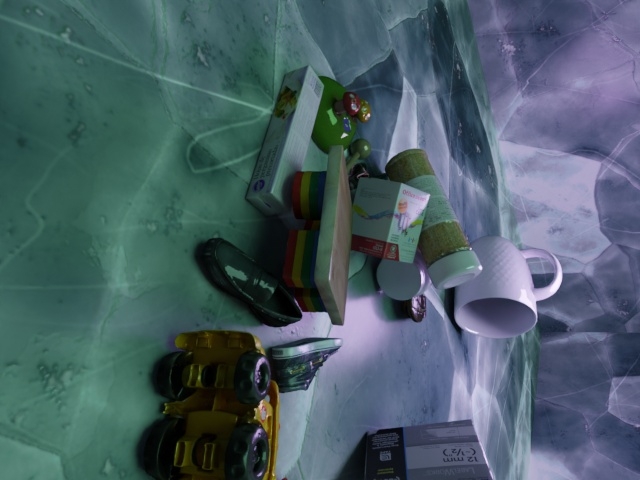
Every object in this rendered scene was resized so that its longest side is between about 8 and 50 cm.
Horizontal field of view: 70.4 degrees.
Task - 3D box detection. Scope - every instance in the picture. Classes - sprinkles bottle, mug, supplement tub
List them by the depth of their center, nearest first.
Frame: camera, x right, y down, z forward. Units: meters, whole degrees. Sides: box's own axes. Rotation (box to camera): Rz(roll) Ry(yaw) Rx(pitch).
[{"bbox_3d":[0.275,-0.060,1.138,0.121,0.121,0.354,19,47,-54],"label":"sprinkles bottle"},{"bbox_3d":[0.247,0.070,1.229,0.200,0.145,0.144,-28,107,-55],"label":"supplement tub"},{"bbox_3d":[0.686,0.144,1.679,0.276,0.375,0.327,49,40,-34],"label":"mug"}]

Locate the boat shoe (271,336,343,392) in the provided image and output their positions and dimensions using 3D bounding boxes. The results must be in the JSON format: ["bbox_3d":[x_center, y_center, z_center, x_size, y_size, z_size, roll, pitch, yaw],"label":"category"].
[{"bbox_3d":[-0.023,0.234,0.870,0.184,0.065,0.083,3,83,-50],"label":"boat shoe"}]

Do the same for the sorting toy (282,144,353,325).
[{"bbox_3d":[0.000,0.000,0.849,0.257,0.090,0.255,72,22,-63],"label":"sorting toy"}]

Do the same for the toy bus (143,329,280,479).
[{"bbox_3d":[-0.120,0.251,0.656,0.211,0.150,0.220,42,47,-62],"label":"toy bus"}]

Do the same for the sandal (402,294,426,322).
[{"bbox_3d":[0.273,0.191,1.334,0.219,0.060,0.089,15,77,-70],"label":"sandal"}]

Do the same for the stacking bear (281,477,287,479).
[{"bbox_3d":[-0.011,0.546,0.744,0.175,0.165,0.288,61,12,-85],"label":"stacking bear"}]

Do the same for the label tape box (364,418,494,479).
[{"bbox_3d":[0.219,0.506,0.905,0.348,0.250,0.115,-40,120,-80],"label":"label tape box"}]

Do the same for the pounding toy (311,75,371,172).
[{"bbox_3d":[0.067,-0.275,1.051,0.236,0.110,0.183,64,38,-26],"label":"pounding toy"}]

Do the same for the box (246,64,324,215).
[{"bbox_3d":[-0.063,-0.202,0.883,0.067,0.063,0.323,41,51,-45],"label":"box"}]

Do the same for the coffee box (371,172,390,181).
[{"bbox_3d":[0.163,-0.120,1.231,0.184,0.041,0.113,-33,111,-55],"label":"coffee box"}]

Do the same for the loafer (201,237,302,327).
[{"bbox_3d":[-0.106,0.071,0.752,0.223,0.078,0.076,52,44,-38],"label":"loafer"}]

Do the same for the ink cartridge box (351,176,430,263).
[{"bbox_3d":[0.156,-0.048,1.075,0.128,0.128,0.176,10,93,-46],"label":"ink cartridge box"}]

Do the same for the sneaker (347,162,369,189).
[{"bbox_3d":[0.099,-0.160,1.129,0.047,0.057,0.119,61,38,-25],"label":"sneaker"}]
